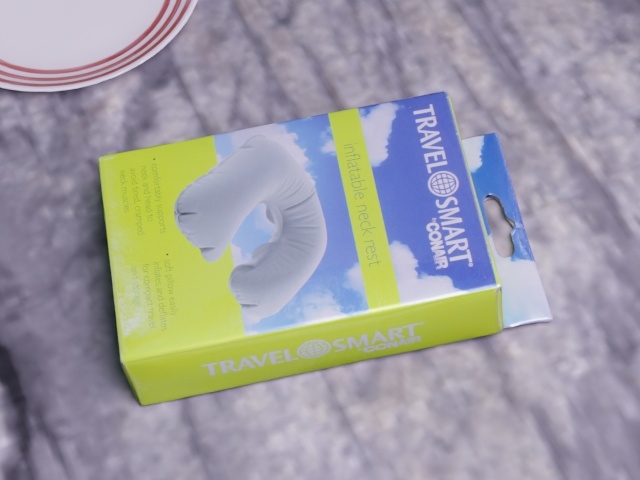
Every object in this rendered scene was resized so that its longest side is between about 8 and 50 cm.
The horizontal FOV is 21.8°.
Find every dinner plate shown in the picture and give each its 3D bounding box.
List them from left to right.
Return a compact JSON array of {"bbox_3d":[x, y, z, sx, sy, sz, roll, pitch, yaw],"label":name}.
[{"bbox_3d":[-0.127,-0.125,0.822,0.141,0.017,0.141,-3,57,5],"label":"dinner plate"}]

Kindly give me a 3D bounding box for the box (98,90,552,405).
[{"bbox_3d":[0.000,0.000,0.710,0.178,0.042,0.109,-11,57,0],"label":"box"}]
